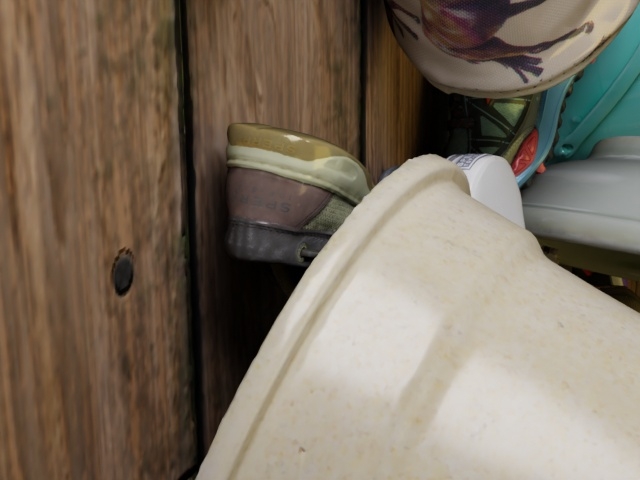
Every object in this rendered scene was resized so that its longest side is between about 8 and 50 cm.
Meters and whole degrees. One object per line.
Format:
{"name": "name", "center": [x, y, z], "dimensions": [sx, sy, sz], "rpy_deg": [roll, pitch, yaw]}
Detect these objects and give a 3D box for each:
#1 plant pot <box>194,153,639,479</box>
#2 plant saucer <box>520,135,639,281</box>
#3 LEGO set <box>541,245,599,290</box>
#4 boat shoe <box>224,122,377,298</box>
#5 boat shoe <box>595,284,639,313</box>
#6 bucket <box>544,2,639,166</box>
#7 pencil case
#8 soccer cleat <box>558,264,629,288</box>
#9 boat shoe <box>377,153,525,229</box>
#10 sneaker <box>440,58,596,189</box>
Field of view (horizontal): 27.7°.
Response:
{"name": "plant pot", "center": [0.129, 0.169, 0.620], "dimensions": [0.334, 0.305, 0.334], "rpy_deg": [-55, 160, -32]}
{"name": "plant saucer", "center": [0.316, -0.012, 1.038], "dimensions": [0.400, 0.400, 0.100], "rpy_deg": [16, 87, -71]}
{"name": "LEGO set", "center": [0.191, 0.155, 0.987], "dimensions": [0.192, 0.255, 0.331], "rpy_deg": [110, 3, -69]}
{"name": "boat shoe", "center": [0.001, 0.000, 0.680], "dimensions": [0.073, 0.080, 0.223], "rpy_deg": [-71, 159, -6]}
{"name": "boat shoe", "center": [0.277, 0.163, 1.442], "dimensions": [0.355, 0.132, 0.130], "rpy_deg": [97, -4, -45]}
{"name": "bucket", "center": [0.277, -0.192, 1.168], "dimensions": [0.281, 0.183, 0.281], "rpy_deg": [-5, 90, -68]}
{"name": "pencil case", "center": [0.091, -0.281, 0.702], "dimensions": [0.183, 0.160, 0.410], "rpy_deg": [-52, 146, -28]}
{"name": "soccer cleat", "center": [0.310, 0.016, 1.524], "dimensions": [0.116, 0.108, 0.318], "rpy_deg": [-76, 161, -46]}
{"name": "boat shoe", "center": [0.081, 0.095, 0.867], "dimensions": [0.108, 0.102, 0.301], "rpy_deg": [-8, 94, -54]}
{"name": "sneaker", "center": [0.123, -0.132, 0.986], "dimensions": [0.125, 0.104, 0.262], "rpy_deg": [35, 72, -22]}
